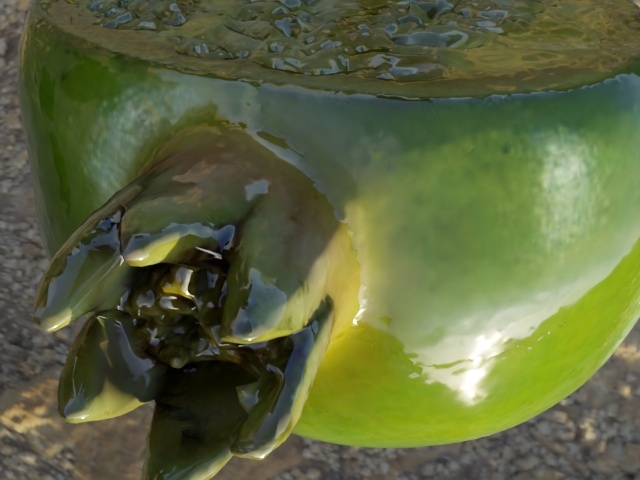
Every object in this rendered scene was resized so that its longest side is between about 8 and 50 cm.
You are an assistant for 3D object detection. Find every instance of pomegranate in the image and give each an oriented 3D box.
[{"bbox_3d":[0.000,0.000,0.554,0.358,0.309,0.216,-56,153,-54],"label":"pomegranate"}]
